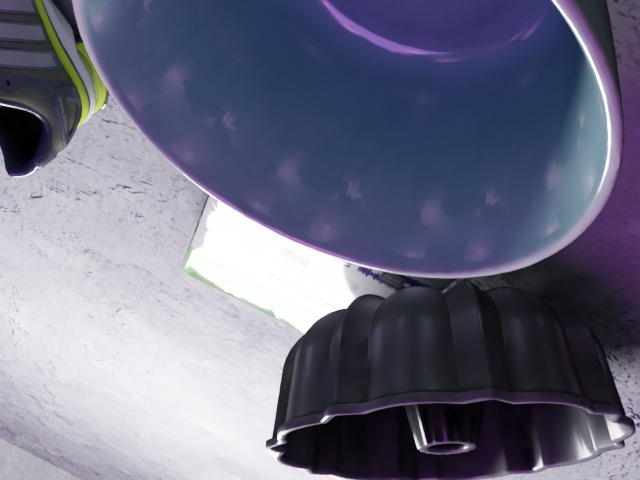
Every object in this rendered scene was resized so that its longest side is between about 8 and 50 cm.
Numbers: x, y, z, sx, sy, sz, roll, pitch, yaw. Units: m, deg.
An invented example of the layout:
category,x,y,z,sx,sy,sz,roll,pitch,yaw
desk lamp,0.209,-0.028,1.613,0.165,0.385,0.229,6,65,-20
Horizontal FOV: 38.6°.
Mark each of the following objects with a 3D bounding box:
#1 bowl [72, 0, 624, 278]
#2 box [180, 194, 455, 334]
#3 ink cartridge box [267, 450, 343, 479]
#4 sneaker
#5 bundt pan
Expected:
category,x,y,z,sx,sy,sz,roll,pitch,yaw
bowl,0.032,-0.133,0.531,0.311,0.163,0.312,18,149,12
box,0.000,0.000,0.874,0.232,0.058,0.322,28,149,-4
ink cartridge box,0.005,0.275,1.289,0.115,0.067,0.198,26,152,-2
sneaker,-0.277,-0.172,0.731,0.111,0.121,0.300,-5,141,24
bundt pan,0.113,0.135,0.855,0.330,0.124,0.331,-2,154,-1
